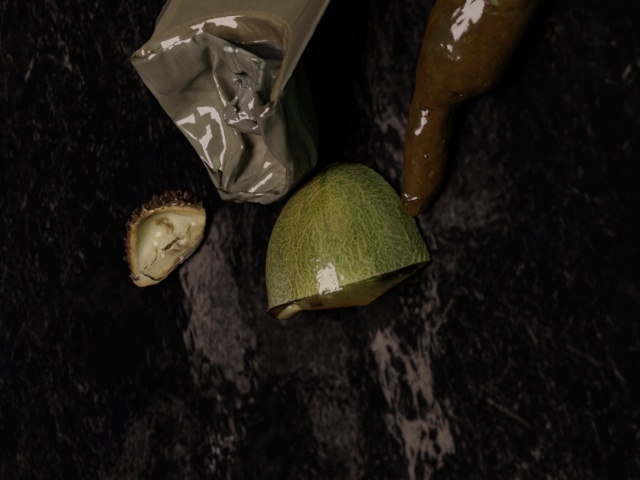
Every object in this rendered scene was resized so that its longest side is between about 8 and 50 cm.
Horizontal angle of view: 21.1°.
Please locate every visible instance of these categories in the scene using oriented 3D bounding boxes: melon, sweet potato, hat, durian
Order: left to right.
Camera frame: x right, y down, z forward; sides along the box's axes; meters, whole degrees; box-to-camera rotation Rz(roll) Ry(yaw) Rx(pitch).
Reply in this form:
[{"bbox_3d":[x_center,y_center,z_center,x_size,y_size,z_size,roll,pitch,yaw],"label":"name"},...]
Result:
[{"bbox_3d":[-0.147,-0.008,1.590,0.066,0.052,0.130,43,129,-7],"label":"durian"},{"bbox_3d":[-0.032,-0.160,1.459,0.244,0.149,0.214,-47,39,-11],"label":"hat"},{"bbox_3d":[0.000,0.000,1.406,0.160,0.079,0.128,-21,75,42],"label":"melon"},{"bbox_3d":[0.107,-0.138,1.314,0.075,0.075,0.269,46,122,36],"label":"sweet potato"}]
